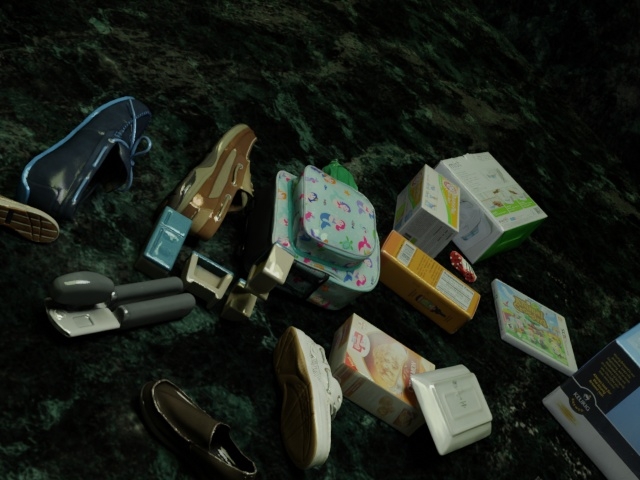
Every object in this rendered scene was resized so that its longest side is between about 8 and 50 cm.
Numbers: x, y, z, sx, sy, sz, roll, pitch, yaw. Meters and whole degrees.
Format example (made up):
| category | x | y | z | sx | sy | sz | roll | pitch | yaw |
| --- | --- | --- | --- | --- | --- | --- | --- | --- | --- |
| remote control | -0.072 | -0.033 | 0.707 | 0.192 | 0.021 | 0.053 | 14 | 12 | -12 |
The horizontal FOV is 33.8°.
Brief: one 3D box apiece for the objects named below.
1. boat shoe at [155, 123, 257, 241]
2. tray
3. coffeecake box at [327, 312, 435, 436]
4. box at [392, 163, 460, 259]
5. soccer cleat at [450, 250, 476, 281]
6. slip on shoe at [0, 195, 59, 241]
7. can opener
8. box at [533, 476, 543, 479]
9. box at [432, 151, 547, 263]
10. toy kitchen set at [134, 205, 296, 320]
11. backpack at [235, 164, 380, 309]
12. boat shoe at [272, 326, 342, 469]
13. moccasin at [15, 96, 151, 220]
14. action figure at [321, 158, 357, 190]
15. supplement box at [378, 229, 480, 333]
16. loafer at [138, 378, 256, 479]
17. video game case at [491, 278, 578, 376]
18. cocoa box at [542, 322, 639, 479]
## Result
| category | x | y | z | sx | sy | sz | roll | pitch | yaw |
| --- | --- | --- | --- | --- | --- | --- | --- | --- | --- |
| boat shoe | -0.188 | -0.099 | 1.940 | 0.120 | 0.122 | 0.324 | 42 | 38 | -8 |
| tray | 0.246 | 0.295 | 1.888 | 0.270 | 0.030 | 0.145 | 4 | 61 | -63 |
| coffeecake box | 0.107 | 0.236 | 1.861 | 0.185 | 0.068 | 0.142 | 33 | 33 | -12 |
| box | 0.238 | -0.061 | 2.352 | 0.103 | 0.114 | 0.203 | 34 | 30 | -12 |
| soccer cleat | 0.323 | 0.059 | 2.376 | 0.083 | 0.029 | 0.035 | 52 | 23 | 13 |
| slip on shoe | -0.465 | -0.038 | 1.609 | 0.135 | 0.051 | 0.041 | 18 | 25 | -24 |
| can opener | -0.295 | 0.093 | 1.590 | 0.074 | 0.093 | 0.280 | 52 | 28 | 21 |
| box | 0.379 | 0.573 | 1.677 | 0.295 | 0.073 | 0.293 | 45 | 40 | 10 |
| box | 0.388 | -0.087 | 2.539 | 0.231 | 0.127 | 0.262 | 49 | 32 | 16 |
| toy kitchen set | -0.166 | 0.012 | 1.730 | 0.207 | 0.166 | 0.122 | 31 | 46 | -15 |
| backpack | 0.000 | 0.000 | 1.945 | 0.253 | 0.191 | 0.225 | 32 | 41 | -31 |
| boat shoe | -0.007 | 0.252 | 1.684 | 0.096 | 0.098 | 0.277 | 23 | 33 | -25 |
| moccasin | -0.370 | -0.121 | 1.755 | 0.117 | 0.138 | 0.342 | 29 | 43 | 7 |
| action figure | 0.040 | -0.091 | 2.219 | 0.137 | 0.063 | 0.232 | 23 | 38 | -24 |
| supplement box | 0.208 | 0.086 | 2.148 | 0.233 | 0.078 | 0.080 | 39 | 46 | -5 |
| loafer | -0.166 | 0.273 | 1.498 | 0.220 | 0.078 | 0.080 | 45 | 30 | 7 |
| video game case | 0.482 | 0.197 | 2.375 | 0.212 | 0.023 | 0.193 | 29 | 32 | -19 |
| cocoa box | 0.684 | 0.372 | 2.167 | 0.347 | 0.228 | 0.231 | 50 | 32 | 17 |
